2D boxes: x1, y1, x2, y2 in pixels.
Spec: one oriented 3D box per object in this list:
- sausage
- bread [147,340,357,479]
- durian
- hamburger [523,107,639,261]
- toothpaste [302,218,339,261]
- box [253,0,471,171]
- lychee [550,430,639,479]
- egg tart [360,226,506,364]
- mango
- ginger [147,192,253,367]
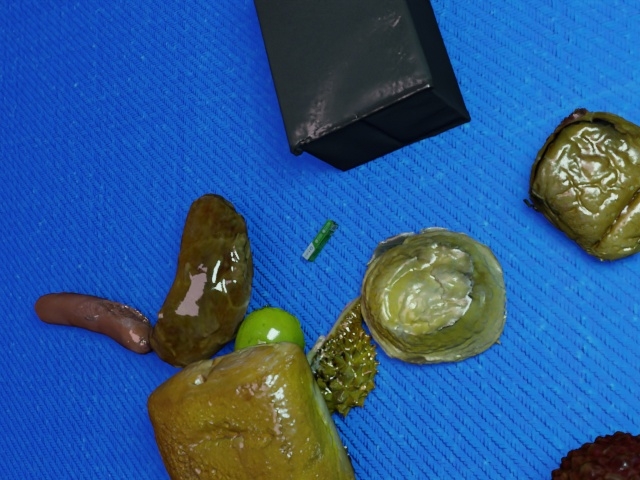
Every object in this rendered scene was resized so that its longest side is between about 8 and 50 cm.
[{"bbox_3d":[-0.459,0.161,1.471,0.327,0.079,0.087,10,76,29],"label":"sausage"},{"bbox_3d":[-0.129,0.351,1.160,0.328,0.148,0.337,-17,95,26],"label":"bread"},{"bbox_3d":[0.031,0.188,1.186,0.140,0.078,0.224,18,91,31],"label":"durian"},{"bbox_3d":[0.391,-0.084,1.001,0.206,0.130,0.183,41,105,26],"label":"hamburger"},{"bbox_3d":[0.000,0.000,1.269,0.017,0.020,0.083,42,103,30],"label":"toothpaste"},{"bbox_3d":[0.062,-0.319,1.180,0.251,0.204,0.345,-21,72,25],"label":"box"},{"bbox_3d":[0.397,0.365,0.840,0.300,0.264,0.264,39,102,48],"label":"lychee"},{"bbox_3d":[0.168,0.088,1.114,0.252,0.098,0.231,26,92,25],"label":"egg tart"},{"bbox_3d":[-0.094,0.202,1.245,0.119,0.100,0.178,12,98,27],"label":"mango"},{"bbox_3d":[-0.196,0.079,1.288,0.172,0.165,0.321,15,84,23],"label":"ginger"}]
